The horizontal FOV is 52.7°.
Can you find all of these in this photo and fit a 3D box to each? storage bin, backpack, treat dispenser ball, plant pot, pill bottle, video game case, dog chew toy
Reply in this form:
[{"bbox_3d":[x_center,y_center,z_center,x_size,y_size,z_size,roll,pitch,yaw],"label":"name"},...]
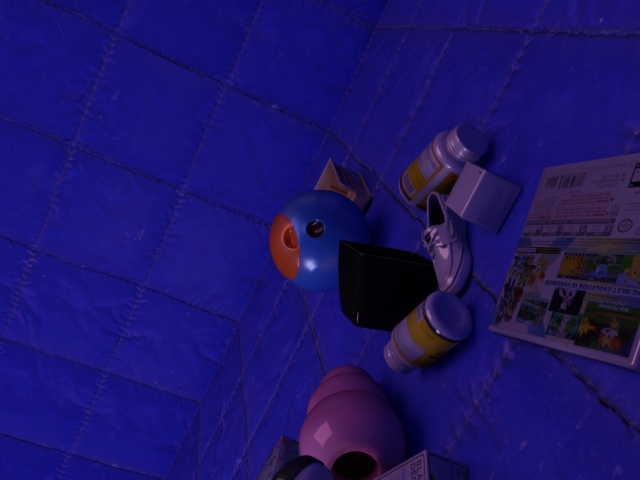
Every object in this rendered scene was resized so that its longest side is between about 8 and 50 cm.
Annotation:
[{"bbox_3d":[0.040,-0.095,2.122,0.262,0.123,0.260,-62,16,20],"label":"storage bin"},{"bbox_3d":[-0.058,0.576,1.426,0.225,0.191,0.253,-73,2,-64],"label":"backpack"},{"bbox_3d":[0.000,0.000,1.820,0.288,0.288,0.288,-58,18,32],"label":"treat dispenser ball"},{"bbox_3d":[0.135,0.106,1.443,0.188,0.187,0.167,-141,62,-74],"label":"plant pot"},{"bbox_3d":[0.273,-0.163,1.438,0.215,0.117,0.117,-48,24,50],"label":"pill bottle"},{"bbox_3d":[0.392,0.019,0.944,0.300,0.036,0.329,-69,16,-6],"label":"video game case"},{"bbox_3d":[0.199,0.183,1.236,0.184,0.103,0.103,-53,21,44],"label":"pill bottle"},{"bbox_3d":[0.061,0.364,1.304,0.332,0.207,0.206,-90,25,-73],"label":"dog chew toy"}]

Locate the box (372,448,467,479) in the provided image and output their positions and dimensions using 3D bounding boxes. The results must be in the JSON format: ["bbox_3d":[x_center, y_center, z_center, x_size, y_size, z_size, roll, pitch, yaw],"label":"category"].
[{"bbox_3d":[0.118,0.482,1.061,0.290,0.087,0.169,-45,27,38],"label":"box"}]

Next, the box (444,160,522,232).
[{"bbox_3d":[0.313,-0.086,1.253,0.101,0.087,0.102,-64,16,13],"label":"box"}]

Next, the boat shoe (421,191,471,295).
[{"bbox_3d":[0.251,0.003,1.343,0.095,0.084,0.258,-54,20,41],"label":"boat shoe"}]

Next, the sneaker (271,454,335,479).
[{"bbox_3d":[0.058,0.539,0.910,0.257,0.169,0.447,-5,91,43],"label":"sneaker"}]
